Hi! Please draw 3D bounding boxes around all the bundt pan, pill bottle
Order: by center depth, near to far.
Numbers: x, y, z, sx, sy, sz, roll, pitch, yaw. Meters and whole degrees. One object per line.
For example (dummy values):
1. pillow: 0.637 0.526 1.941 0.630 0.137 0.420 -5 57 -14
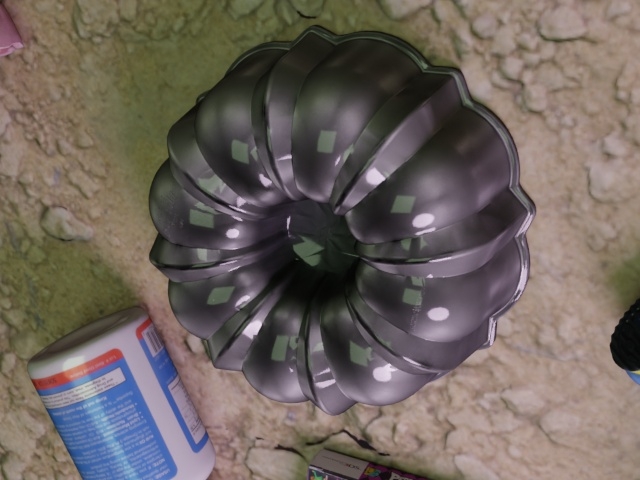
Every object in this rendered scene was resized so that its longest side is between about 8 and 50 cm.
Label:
1. bundt pan: 0.000 0.000 0.862 0.331 0.124 0.330 8 112 19
2. pill bottle: -0.175 0.186 1.004 0.124 0.124 0.221 -19 100 28

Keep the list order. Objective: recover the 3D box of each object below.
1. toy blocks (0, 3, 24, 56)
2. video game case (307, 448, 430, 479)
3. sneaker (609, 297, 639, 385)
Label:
1. toy blocks: -0.442 -0.105 0.901 0.289 0.309 0.260 -13 97 27
2. video game case: 0.081 0.328 0.995 0.210 0.042 0.232 12 113 19
3. sneaker: 0.312 0.037 0.785 0.082 0.069 0.209 30 114 -27
